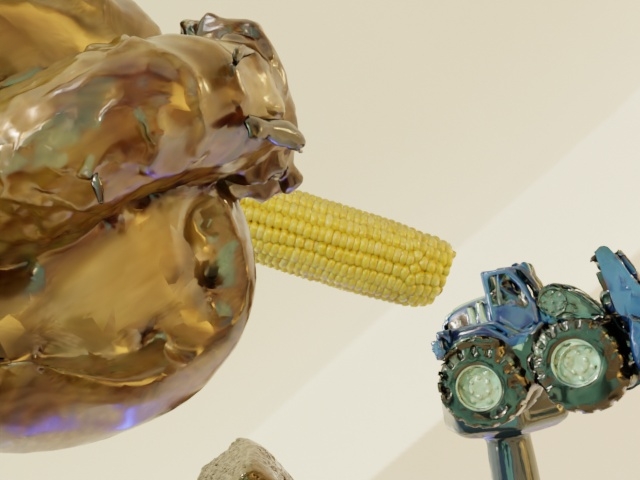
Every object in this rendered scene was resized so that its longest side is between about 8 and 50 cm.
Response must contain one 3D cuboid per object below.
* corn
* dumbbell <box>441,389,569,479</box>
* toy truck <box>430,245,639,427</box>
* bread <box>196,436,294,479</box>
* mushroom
[{"bbox_3d":[0.000,0.000,0.899,0.248,0.081,0.081,17,-72,-9],"label":"corn"},{"bbox_3d":[0.241,0.312,1.160,0.160,0.144,0.325,-12,-94,26],"label":"dumbbell"},{"bbox_3d":[0.197,0.072,0.760,0.208,0.113,0.126,-14,-98,20],"label":"toy truck"},{"bbox_3d":[0.018,0.403,1.032,0.113,0.165,0.416,-39,-89,-7],"label":"bread"},{"bbox_3d":[-0.146,-0.025,0.490,0.283,0.195,0.263,-13,-92,2],"label":"mushroom"}]
